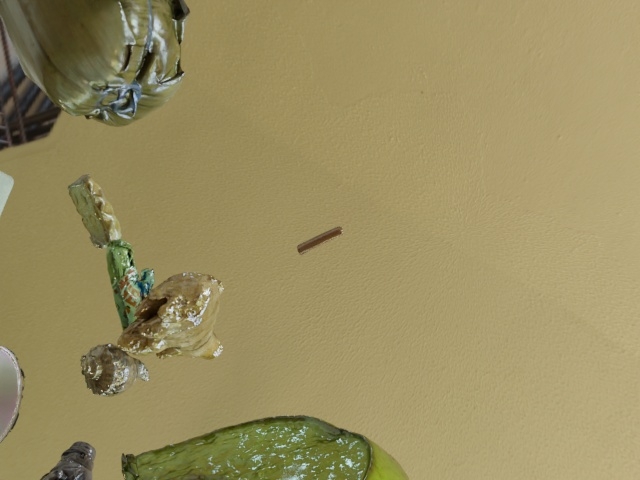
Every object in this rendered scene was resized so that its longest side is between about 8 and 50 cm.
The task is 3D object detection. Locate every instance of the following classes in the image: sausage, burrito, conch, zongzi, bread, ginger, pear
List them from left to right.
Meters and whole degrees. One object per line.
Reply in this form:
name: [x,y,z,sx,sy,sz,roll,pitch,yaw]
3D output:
bread: [-0.688,-0.089,1.608,0.128,0.088,0.232,-2,-64,30]
conch: [-0.506,0.311,1.278,0.155,0.207,0.130,21,-93,29]
burrito: [-0.447,0.129,1.266,0.054,0.104,0.288,3,-73,49]
zongzi: [-0.162,-0.223,0.465,0.125,0.274,0.251,-24,-88,24]
ginger: [-0.320,0.215,1.191,0.166,0.236,0.375,26,-42,23]
pear: [-0.046,0.275,0.504,0.255,0.238,0.164,-15,-77,-27]
sausage: [0.000,0.000,1.158,0.116,0.026,0.026,-25,-96,21]

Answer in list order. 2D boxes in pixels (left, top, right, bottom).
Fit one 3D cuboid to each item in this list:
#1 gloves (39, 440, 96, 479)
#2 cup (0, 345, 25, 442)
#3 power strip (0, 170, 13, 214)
gloves: [-0.628,0.610,1.307,0.142,0.285,0.119,24,-92,-9]
cup: [-0.908,0.377,1.247,0.274,0.253,0.253,0,-89,6]
power strip: [-0.593,0.059,0.799,0.091,0.062,0.385,11,-105,15]
